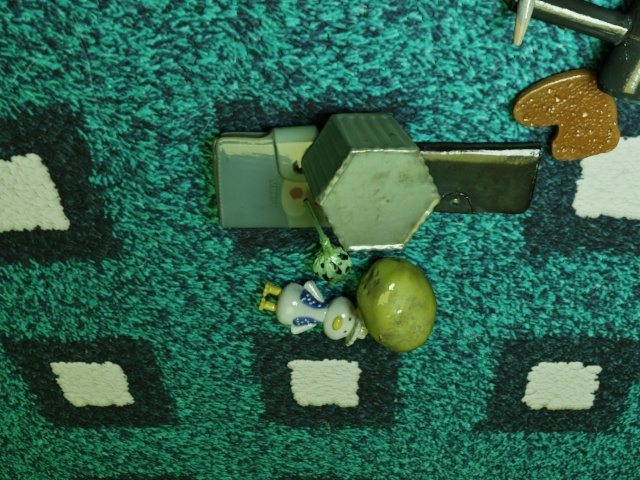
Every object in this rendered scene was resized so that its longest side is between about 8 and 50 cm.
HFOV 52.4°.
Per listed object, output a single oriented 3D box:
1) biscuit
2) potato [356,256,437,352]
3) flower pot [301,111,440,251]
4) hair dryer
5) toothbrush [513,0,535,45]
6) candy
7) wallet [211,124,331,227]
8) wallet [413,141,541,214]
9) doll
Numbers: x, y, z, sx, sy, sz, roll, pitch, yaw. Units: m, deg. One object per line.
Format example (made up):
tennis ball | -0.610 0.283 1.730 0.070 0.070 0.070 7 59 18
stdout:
biscuit | 0.481 -0.238 1.277 0.186 0.036 0.192 -18 122 15
potato | 0.177 0.150 1.526 0.228 0.197 0.148 34 165 -34
flower pot | 0.090 -0.112 1.237 0.209 0.189 0.239 -27 122 4
hair dryer | 0.444 -0.374 1.139 0.352 0.107 0.189 18 117 3
toothbrush | 0.357 -0.503 1.043 0.028 0.037 0.375 13 119 14
candy | 0.000 0.000 1.421 0.091 0.083 0.305 -17 146 7
wallet | -0.047 -0.126 1.371 0.360 0.083 0.252 -1 129 -2
wallet | 0.290 -0.130 1.371 0.318 0.045 0.172 2 127 3
doll | -0.003 0.175 1.583 0.293 0.119 0.138 18 93 -9
